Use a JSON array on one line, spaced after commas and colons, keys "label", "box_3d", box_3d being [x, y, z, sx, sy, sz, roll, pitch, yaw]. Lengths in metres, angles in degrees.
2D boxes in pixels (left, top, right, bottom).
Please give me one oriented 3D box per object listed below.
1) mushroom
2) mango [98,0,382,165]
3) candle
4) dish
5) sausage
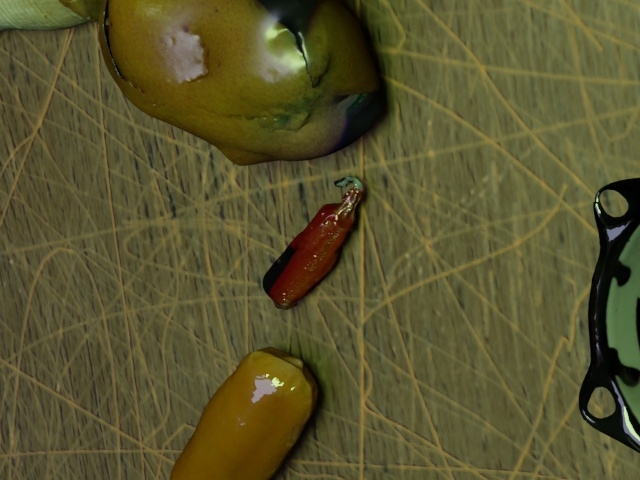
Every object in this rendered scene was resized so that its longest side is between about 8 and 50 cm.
[{"label": "mushroom", "box_3d": [-0.355, -0.256, 1.668, 0.351, 0.095, 0.123, -11, 113, 40]}, {"label": "mango", "box_3d": [-0.079, -0.175, 1.442, 0.287, 0.152, 0.201, 28, 112, 28]}, {"label": "candle", "box_3d": [0.000, 0.000, 1.506, 0.053, 0.048, 0.162, 29, 124, -12]}, {"label": "dish", "box_3d": [0.350, 0.063, 1.205, 0.303, 0.120, 0.303, 10, 108, 34]}, {"label": "sausage", "box_3d": [-0.079, 0.199, 1.582, 0.098, 0.098, 0.238, 45, 126, 19]}]
